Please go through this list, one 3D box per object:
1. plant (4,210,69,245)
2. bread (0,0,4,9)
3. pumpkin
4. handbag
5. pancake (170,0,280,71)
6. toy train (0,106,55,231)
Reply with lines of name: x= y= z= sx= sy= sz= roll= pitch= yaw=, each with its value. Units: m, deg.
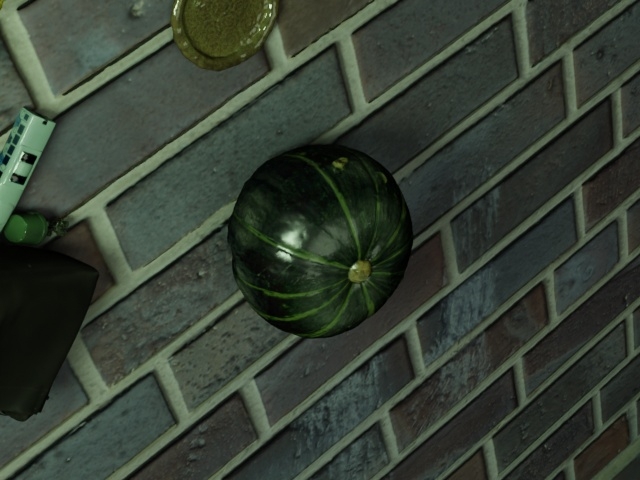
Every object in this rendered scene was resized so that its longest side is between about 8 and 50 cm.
plant: x=-0.400 y=-0.018 z=1.916 sx=0.102 sy=0.051 sz=0.051 roll=-1 pitch=119 yaw=-61
bread: x=-0.442 y=-0.340 z=1.596 sx=0.222 sy=0.096 sz=0.181 roll=-38 pitch=139 yaw=-23
pumpkin: x=0.000 y=0.000 z=2.187 sx=0.323 sy=0.241 sz=0.323 roll=-28 pitch=134 yaw=-33
handbag: x=-0.442 y=0.134 z=1.865 sx=0.285 sy=0.113 sz=0.257 roll=2 pitch=107 yaw=-68
pancake: x=-0.135 y=-0.337 z=1.977 sx=0.199 sy=0.021 sz=0.199 roll=-26 pitch=132 yaw=-32
toy train: x=-0.427 y=-0.079 z=1.843 sx=0.043 sy=0.047 sz=0.207 roll=20 pitch=101 yaw=-50
